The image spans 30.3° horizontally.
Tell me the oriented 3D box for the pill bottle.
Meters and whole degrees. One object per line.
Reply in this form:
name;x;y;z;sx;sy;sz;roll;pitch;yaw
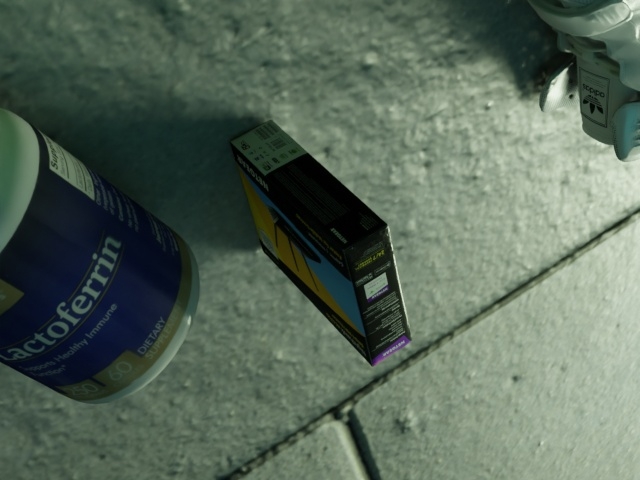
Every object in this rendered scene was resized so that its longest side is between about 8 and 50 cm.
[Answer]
pill bottle;-0.220;0.001;0.828;0.153;0.153;0.265;-47;135;4

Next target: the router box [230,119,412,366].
router box;0.000;0.000;0.959;0.046;0.179;0.133;-30;134;-16

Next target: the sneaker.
sneaker;0.237;-0.183;1.016;0.366;0.137;0.210;-2;120;-37
